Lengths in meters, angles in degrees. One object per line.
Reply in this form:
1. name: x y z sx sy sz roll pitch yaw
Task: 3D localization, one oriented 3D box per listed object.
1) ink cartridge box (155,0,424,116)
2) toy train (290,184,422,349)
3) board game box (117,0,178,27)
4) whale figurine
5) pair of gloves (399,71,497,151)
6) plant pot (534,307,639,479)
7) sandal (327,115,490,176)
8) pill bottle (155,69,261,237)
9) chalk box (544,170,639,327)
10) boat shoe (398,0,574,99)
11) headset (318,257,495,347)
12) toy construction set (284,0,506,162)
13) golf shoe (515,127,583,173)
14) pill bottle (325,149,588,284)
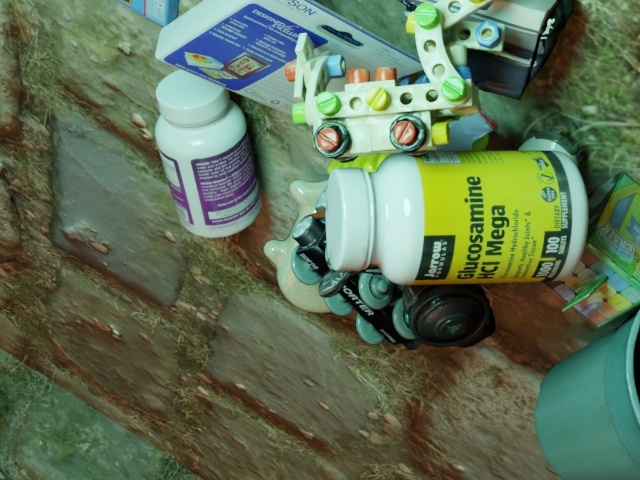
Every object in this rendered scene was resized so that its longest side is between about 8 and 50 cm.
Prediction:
1. ink cartridge box: -0.041 -0.295 1.490 0.304 0.072 0.307 19 155 -38
2. toy train: 0.090 0.047 1.753 0.334 0.190 0.142 44 145 -23
3. board game box: -0.337 -0.478 1.680 0.211 0.039 0.160 29 143 9
4. whale figurine: 0.000 0.000 1.866 0.216 0.141 0.272 -6 113 0
5. pair of gloves: 0.170 -0.180 1.497 0.159 0.023 0.198 -42 63 22
6. plant pot: 0.534 0.266 1.565 0.341 0.341 0.334 39 153 -3
7. sandal: 0.149 -0.112 1.617 0.317 0.126 0.138 1 135 41
8. pill bottle: -0.210 -0.163 1.813 0.169 0.169 0.301 18 140 24
9. chalk box: 0.424 0.030 1.460 0.132 0.213 0.132 39 145 -5
10. boat shoe: 0.165 -0.311 1.369 0.340 0.127 0.158 25 135 15
11. headset: 0.152 0.067 1.609 0.185 0.394 0.243 -35 65 18
12. toy construction set: 0.081 -0.215 1.293 0.328 0.151 0.215 -4 86 34
13. golf shoe: 0.313 -0.062 1.535 0.105 0.120 0.273 36 143 4
14. pill bottle: 0.182 -0.031 1.364 0.334 0.188 0.188 -1 142 -9
